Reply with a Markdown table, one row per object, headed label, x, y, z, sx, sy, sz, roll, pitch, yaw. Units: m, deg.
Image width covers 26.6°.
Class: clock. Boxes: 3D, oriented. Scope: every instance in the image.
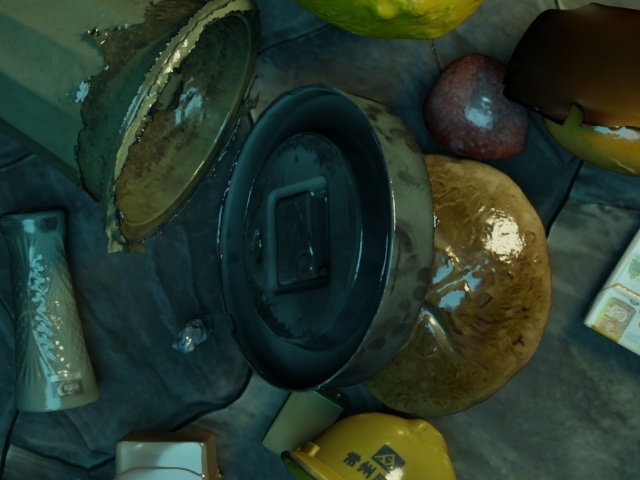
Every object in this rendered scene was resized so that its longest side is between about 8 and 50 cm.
| label | x | y | z | sx | sy | sz | roll | pitch | yaw |
| --- | --- | --- | --- | --- | --- | --- | --- | --- | --- |
| clock | -0.001 | 0.000 | 1.363 | 0.061 | 0.312 | 0.313 | 5 | 106 | -35 |

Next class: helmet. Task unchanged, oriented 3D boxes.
| label | x | y | z | sx | sy | sz | roll | pitch | yaw |
| --- | --- | --- | --- | --- | --- | --- | --- | --- | --- |
| helmet | 0.073 | 0.252 | 1.447 | 0.205 | 0.257 | 0.140 | 39 | 75 | 18 |

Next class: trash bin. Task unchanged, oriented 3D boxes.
| label | x | y | z | sx | sy | sz | roll | pitch | yaw |
| --- | --- | --- | --- | --- | --- | --- | --- | --- | --- |
| trash bin | -0.019 | 0.203 | 1.523 | 0.061 | 0.043 | 0.092 | 32 | 104 | -1 |

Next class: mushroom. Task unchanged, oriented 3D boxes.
| label | x | y | z | sx | sy | sz | roll | pitch | yaw |
| --- | --- | --- | --- | --- | --- | --- | --- | --- | --- |
| mushroom | 0.111 | 0.044 | 1.424 | 0.278 | 0.146 | 0.278 | 2 | 98 | 12 |

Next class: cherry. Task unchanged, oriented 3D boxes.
| label | x | y | z | sx | sy | sz | roll | pitch | yaw |
| --- | --- | --- | --- | --- | --- | --- | --- | --- | --- |
| cherry | 0.127 | -0.166 | 1.413 | 0.225 | 0.090 | 0.107 | 40 | 96 | 11 |

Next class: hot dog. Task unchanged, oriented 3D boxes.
| label | x | y | z | sx | sy | sz | roll | pitch | yaw |
| --- | --- | --- | --- | --- | --- | --- | --- | --- | --- |
| hot dog | 0.343 | -0.120 | 1.368 | 0.326 | 0.107 | 0.194 | 26 | 66 | 4 |

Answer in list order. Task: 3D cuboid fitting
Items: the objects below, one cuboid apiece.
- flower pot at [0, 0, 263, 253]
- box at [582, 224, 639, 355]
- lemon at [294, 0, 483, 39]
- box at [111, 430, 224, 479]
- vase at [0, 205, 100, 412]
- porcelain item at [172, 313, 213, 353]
| label | x | y | z | sx | sy | sz | roll | pitch | yaw |
| --- | --- | --- | --- | --- | --- | --- | --- | --- | --- |
| flower pot | -0.227 | -0.167 | 1.367 | 0.259 | 0.290 | 0.290 | 29 | 103 | 10 |
| box | 0.387 | 0.022 | 1.447 | 0.122 | 0.032 | 0.220 | 29 | 103 | 0 |
| lemon | 0.055 | -0.313 | 1.313 | 0.288 | 0.233 | 0.234 | 30 | 103 | 3 |
| box | -0.174 | 0.251 | 1.529 | 0.122 | 0.089 | 0.062 | 1 | 92 | 6 |
| vase | -0.306 | 0.074 | 1.504 | 0.096 | 0.096 | 0.219 | -5 | 98 | 7 |
| porcelain item | -0.139 | 0.103 | 1.494 | 0.028 | 0.083 | 0.036 | 41 | 107 | -1 |
